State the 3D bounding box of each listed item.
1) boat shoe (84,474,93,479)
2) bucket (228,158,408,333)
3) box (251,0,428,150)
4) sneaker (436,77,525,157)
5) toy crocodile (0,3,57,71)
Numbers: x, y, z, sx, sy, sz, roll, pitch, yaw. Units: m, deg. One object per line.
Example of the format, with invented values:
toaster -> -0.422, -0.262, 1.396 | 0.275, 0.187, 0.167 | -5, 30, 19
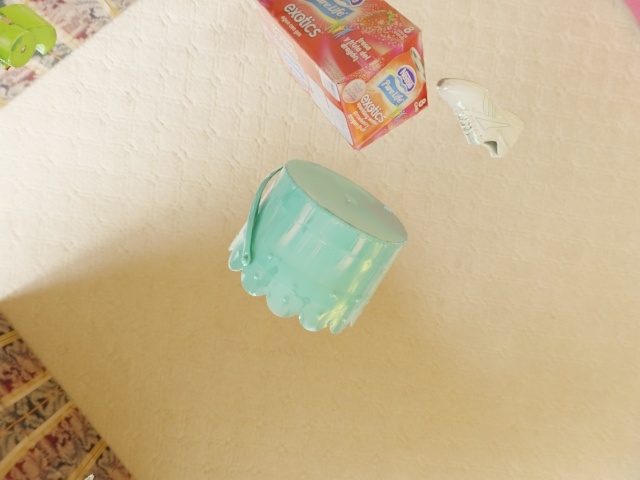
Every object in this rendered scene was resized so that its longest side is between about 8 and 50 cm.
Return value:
boat shoe -> -0.532, 0.623, 1.152 | 0.367, 0.136, 0.156 | 17, 107, 0
bucket -> 0.000, 0.000, 0.864 | 0.281, 0.281, 0.183 | 31, 111, -5
box -> 0.021, -0.262, 0.684 | 0.123, 0.128, 0.256 | -32, 57, -4
sneaker -> 0.217, -0.169, 0.699 | 0.152, 0.054, 0.061 | 29, 87, -21
toy crocodile -> -0.553, -0.270, 0.786 | 0.115, 0.105, 0.340 | 28, 55, -5
